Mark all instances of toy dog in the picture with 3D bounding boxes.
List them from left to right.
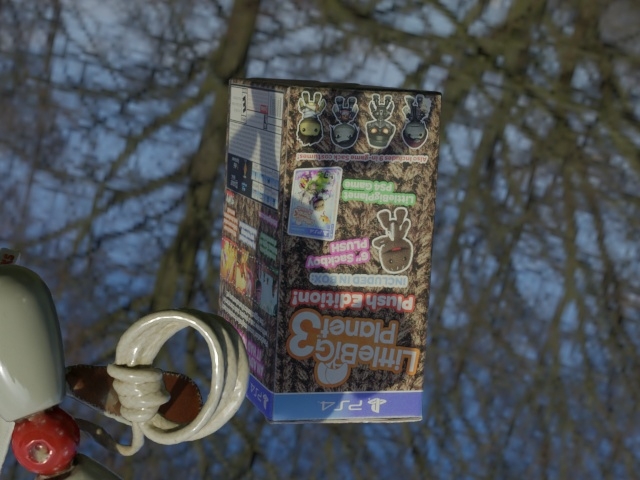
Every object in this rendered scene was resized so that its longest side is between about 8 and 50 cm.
[{"bbox_3d":[-0.147,0.173,1.013,0.220,0.334,0.161,3,-168,7],"label":"toy dog"}]

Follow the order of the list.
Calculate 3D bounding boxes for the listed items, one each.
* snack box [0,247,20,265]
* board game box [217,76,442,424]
[{"bbox_3d":[-0.302,0.079,1.300,0.022,0.064,0.178,14,-149,-4],"label":"snack box"},{"bbox_3d":[0.000,0.000,1.341,0.141,0.291,0.232,1,-172,-16],"label":"board game box"}]
